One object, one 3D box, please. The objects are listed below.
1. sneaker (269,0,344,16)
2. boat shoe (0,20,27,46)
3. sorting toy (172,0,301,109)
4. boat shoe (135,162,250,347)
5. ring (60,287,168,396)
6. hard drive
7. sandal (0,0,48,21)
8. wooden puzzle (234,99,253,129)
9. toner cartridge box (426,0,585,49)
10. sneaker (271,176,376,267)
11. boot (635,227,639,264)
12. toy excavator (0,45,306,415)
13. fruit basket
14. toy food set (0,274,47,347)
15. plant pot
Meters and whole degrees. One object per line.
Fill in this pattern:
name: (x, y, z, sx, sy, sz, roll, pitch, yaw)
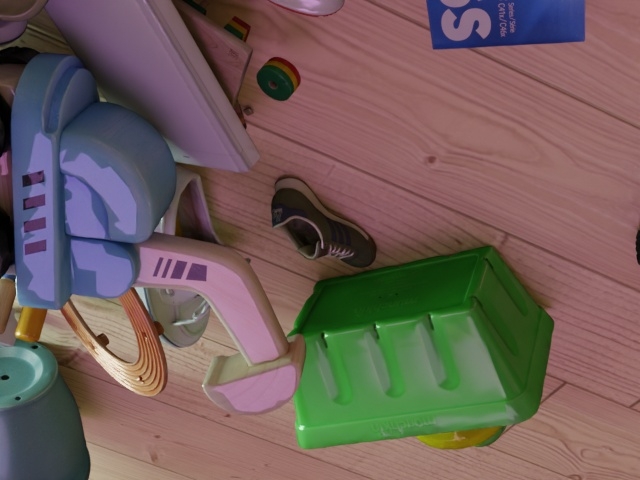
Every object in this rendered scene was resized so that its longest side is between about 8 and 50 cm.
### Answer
sneaker: (-0.073, -0.323, 1.066, 0.221, 0.087, 0.128, 9, 136, -5)
boat shoe: (-0.467, -0.250, 1.235, 0.267, 0.096, 0.088, 0, 142, 16)
sorting toy: (-0.148, -0.234, 1.189, 0.274, 0.046, 0.132, 34, 149, 3)
boat shoe: (-0.178, 0.034, 1.446, 0.156, 0.136, 0.367, 16, 136, 22)
ring: (-0.329, 0.086, 1.507, 0.336, 0.032, 0.336, 34, 143, 31)
hard drive: (-0.213, -0.213, 1.191, 0.203, 0.040, 0.307, 12, 145, 40)
sandal: (-0.318, -0.368, 1.016, 0.120, 0.086, 0.303, 6, 113, 9)
wooden puzzle: (-0.126, -0.163, 1.313, 0.083, 0.006, 0.049, 0, 138, 14)
toner cartridge box: (0.171, -0.348, 0.976, 0.165, 0.075, 0.348, -2, 137, 14)
sneaker: (0.000, 0.000, 1.405, 0.064, 0.086, 0.192, -27, 126, 36)
boot: (0.521, -0.029, 1.262, 0.161, 0.083, 0.246, 13, 145, -11)
toy excavator: (-0.232, -0.002, 1.232, 0.445, 0.222, 0.433, 6, 112, 4)
fruit basket: (0.168, 0.214, 1.496, 0.392, 0.283, 0.392, 9, 123, 15)
toy food set: (-0.545, 0.111, 1.687, 0.111, 0.104, 0.232, 25, 158, -34)
plant pot: (-0.553, 0.325, 1.796, 0.271, 0.272, 0.255, 9, 125, 5)
